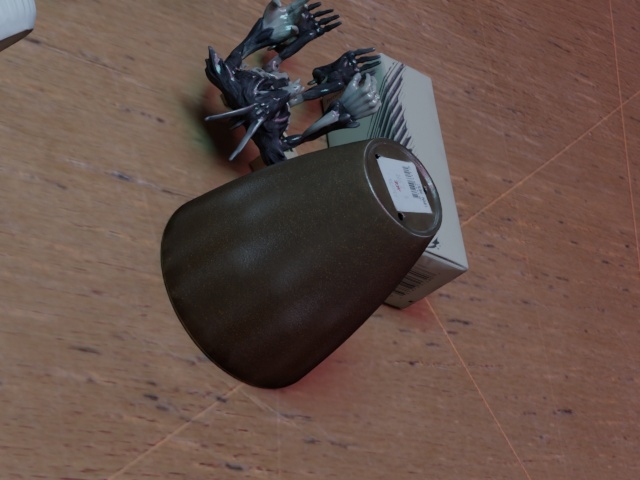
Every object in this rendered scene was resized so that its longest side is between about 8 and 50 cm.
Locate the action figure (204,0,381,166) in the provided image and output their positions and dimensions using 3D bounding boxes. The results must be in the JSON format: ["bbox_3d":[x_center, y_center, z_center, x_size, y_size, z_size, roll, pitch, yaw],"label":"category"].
[{"bbox_3d":[-0.026,-0.180,1.601,0.164,0.141,0.276,52,30,-9],"label":"action figure"}]

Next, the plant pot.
[{"bbox_3d":[0.000,0.000,1.453,0.215,0.230,0.215,31,41,-33],"label":"plant pot"}]

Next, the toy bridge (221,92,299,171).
[{"bbox_3d":[-0.048,-0.086,1.643,0.063,0.026,0.188,-6,67,-54],"label":"toy bridge"}]

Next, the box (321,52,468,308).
[{"bbox_3d":[0.083,-0.070,1.719,0.094,0.113,0.275,21,47,-39],"label":"box"}]

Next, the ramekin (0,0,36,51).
[{"bbox_3d":[-0.333,-0.185,1.222,0.109,0.207,0.207,62,34,-9],"label":"ramekin"}]
